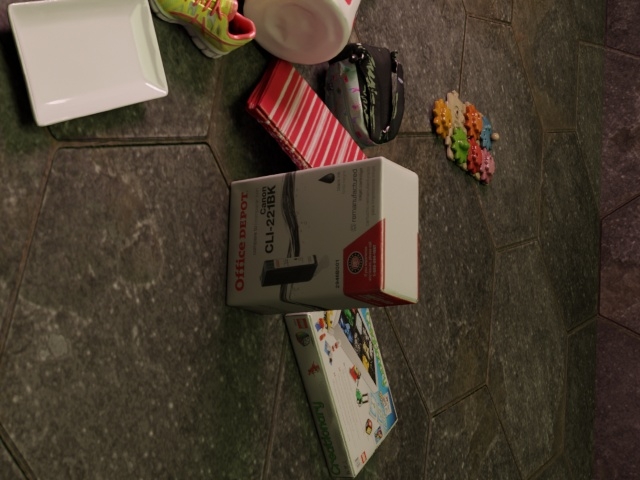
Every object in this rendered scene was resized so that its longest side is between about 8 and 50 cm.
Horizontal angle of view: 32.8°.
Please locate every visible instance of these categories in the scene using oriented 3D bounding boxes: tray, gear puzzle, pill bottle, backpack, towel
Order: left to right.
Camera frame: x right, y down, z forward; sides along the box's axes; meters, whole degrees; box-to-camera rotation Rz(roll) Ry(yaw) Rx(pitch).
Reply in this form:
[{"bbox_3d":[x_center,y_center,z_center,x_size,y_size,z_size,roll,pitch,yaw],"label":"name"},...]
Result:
[{"bbox_3d":[-0.294,-0.233,1.374,0.270,0.030,0.145,-29,109,-59],"label":"tray"},{"bbox_3d":[-0.009,-0.162,1.766,0.275,0.031,0.199,49,30,-21],"label":"towel"},{"bbox_3d":[-0.003,-0.457,1.785,0.176,0.176,0.318,55,40,-41],"label":"pill bottle"},{"bbox_3d":[0.075,-0.254,1.949,0.152,0.115,0.182,-5,90,-49],"label":"backpack"},{"bbox_3d":[0.335,-0.249,2.480,0.339,0.044,0.175,24,64,-57],"label":"gear puzzle"}]

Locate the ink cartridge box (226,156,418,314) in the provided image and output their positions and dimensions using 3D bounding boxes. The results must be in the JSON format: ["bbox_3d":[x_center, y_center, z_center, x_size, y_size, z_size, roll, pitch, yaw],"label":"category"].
[{"bbox_3d":[0.000,0.000,1.607,0.114,0.273,0.197,20,67,-54],"label":"ink cartridge box"}]

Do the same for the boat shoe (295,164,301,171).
[{"bbox_3d":[-0.013,-0.079,1.799,0.065,0.075,0.206,53,36,-38],"label":"boat shoe"}]

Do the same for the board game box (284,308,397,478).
[{"bbox_3d":[0.041,0.224,1.856,0.193,0.053,0.305,-40,119,-55],"label":"board game box"}]

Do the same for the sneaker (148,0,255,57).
[{"bbox_3d":[-0.167,-0.340,1.554,0.208,0.094,0.081,33,58,-53],"label":"sneaker"}]
